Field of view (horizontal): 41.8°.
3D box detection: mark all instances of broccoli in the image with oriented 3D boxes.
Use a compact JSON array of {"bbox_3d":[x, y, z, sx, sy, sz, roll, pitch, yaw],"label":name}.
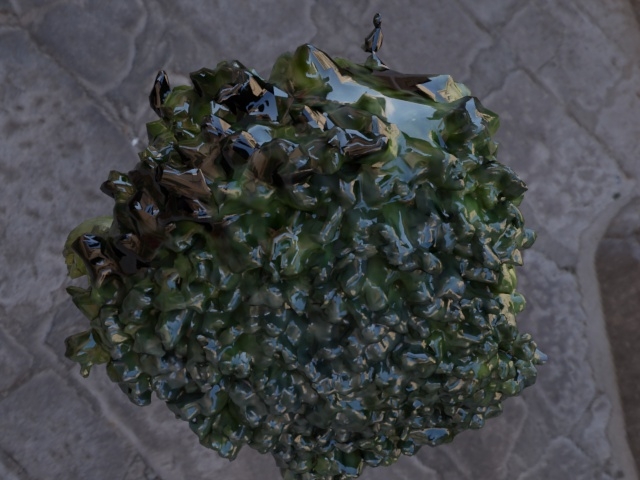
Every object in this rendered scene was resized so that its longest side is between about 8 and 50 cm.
[{"bbox_3d":[0.011,0.000,0.603,0.348,0.293,0.281,29,22,-29],"label":"broccoli"}]
